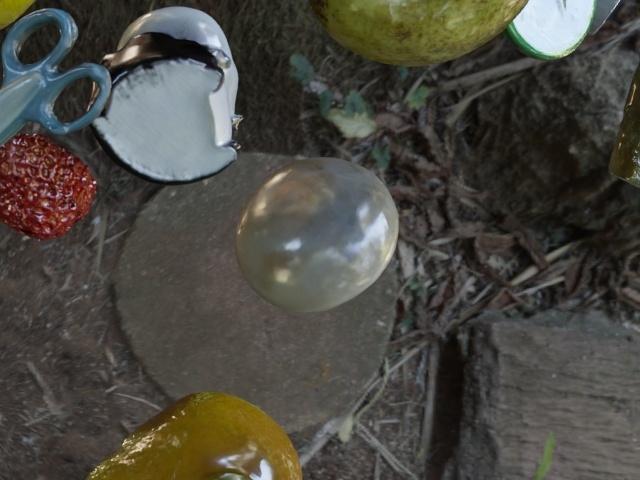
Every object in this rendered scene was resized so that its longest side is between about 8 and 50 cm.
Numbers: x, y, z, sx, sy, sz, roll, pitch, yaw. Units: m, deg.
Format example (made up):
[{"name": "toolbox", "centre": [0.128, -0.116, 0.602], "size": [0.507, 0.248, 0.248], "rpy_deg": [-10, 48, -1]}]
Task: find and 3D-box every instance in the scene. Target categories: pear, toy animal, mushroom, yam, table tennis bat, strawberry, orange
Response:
[{"name": "pear", "centre": [0.067, -0.228, 0.590], "size": [0.197, 0.197, 0.197], "rpy_deg": [5, 78, -24]}, {"name": "toy animal", "centre": [-0.242, -0.243, 1.261], "size": [0.251, 0.310, 0.251], "rpy_deg": [-4, 117, -8]}, {"name": "mushroom", "centre": [0.000, 0.000, 1.702], "size": [0.362, 0.362, 0.294], "rpy_deg": [-59, 144, -23]}, {"name": "yam", "centre": [0.322, -0.169, 0.724], "size": [0.061, 0.061, 0.253], "rpy_deg": [9, 102, -24]}, {"name": "table tennis bat", "centre": [0.222, -0.311, 0.793], "size": [0.160, 0.039, 0.257], "rpy_deg": [-14, 100, -33]}, {"name": "strawberry", "centre": [-0.498, -0.080, 1.407], "size": [0.190, 0.236, 0.111], "rpy_deg": [-21, 61, -10]}, {"name": "orange", "centre": [-0.174, 0.361, 1.083], "size": [0.334, 0.196, 0.262], "rpy_deg": [-36, 79, -22]}]

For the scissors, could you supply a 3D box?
[{"name": "scissors", "centre": [-0.360, -0.128, 0.863], "size": [0.289, 0.041, 0.138], "rpy_deg": [-35, 86, 9]}]

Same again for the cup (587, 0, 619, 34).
[{"name": "cup", "centre": [0.415, -0.571, 1.491], "size": [0.371, 0.253, 0.253], "rpy_deg": [32, 66, 6]}]

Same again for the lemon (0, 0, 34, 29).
[{"name": "lemon", "centre": [-0.503, -0.386, 1.131], "size": [0.244, 0.187, 0.187], "rpy_deg": [-14, 86, -49]}]
